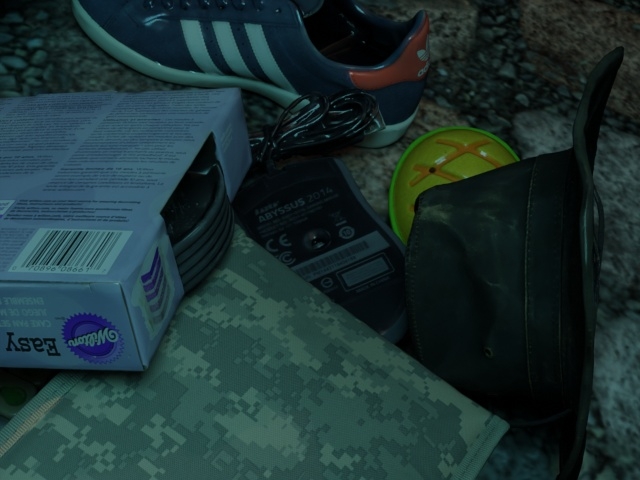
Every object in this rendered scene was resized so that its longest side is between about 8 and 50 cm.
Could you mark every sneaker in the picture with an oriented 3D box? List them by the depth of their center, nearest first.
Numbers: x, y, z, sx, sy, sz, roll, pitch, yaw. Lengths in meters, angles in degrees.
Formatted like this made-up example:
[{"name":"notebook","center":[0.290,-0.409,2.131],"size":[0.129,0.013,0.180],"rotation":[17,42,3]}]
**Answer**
[{"name":"sneaker","center":[-0.060,-0.215,0.911],"size":[0.350,0.148,0.131],"rotation":[18,49,-2]}]

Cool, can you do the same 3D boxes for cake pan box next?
[{"name":"cake pan box","center":[-0.190,-0.019,0.626],"size":[0.266,0.070,0.246],"rotation":[-1,34,12]}]

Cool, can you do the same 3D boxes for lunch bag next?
[{"name":"lunch bag","center":[-0.063,0.167,0.584],"size":[0.235,0.169,0.287],"rotation":[35,46,13]}]

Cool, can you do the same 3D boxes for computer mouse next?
[{"name":"computer mouse","center":[0.000,0.000,0.799],"size":[0.188,0.072,0.272],"rotation":[-19,51,-6]}]

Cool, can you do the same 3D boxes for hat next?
[{"name":"hat","center":[0.131,0.022,0.691],"size":[0.133,0.331,0.331],"rotation":[6,47,16]}]

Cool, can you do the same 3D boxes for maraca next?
[{"name":"maraca","center":[0.122,-0.010,0.834],"size":[0.127,0.099,0.186],"rotation":[-1,74,0]}]

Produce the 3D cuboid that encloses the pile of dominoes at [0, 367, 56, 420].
[{"name":"pile of dominoes","center":[-0.311,0.054,0.688],"size":[0.251,0.040,0.196],"rotation":[23,49,3]}]
